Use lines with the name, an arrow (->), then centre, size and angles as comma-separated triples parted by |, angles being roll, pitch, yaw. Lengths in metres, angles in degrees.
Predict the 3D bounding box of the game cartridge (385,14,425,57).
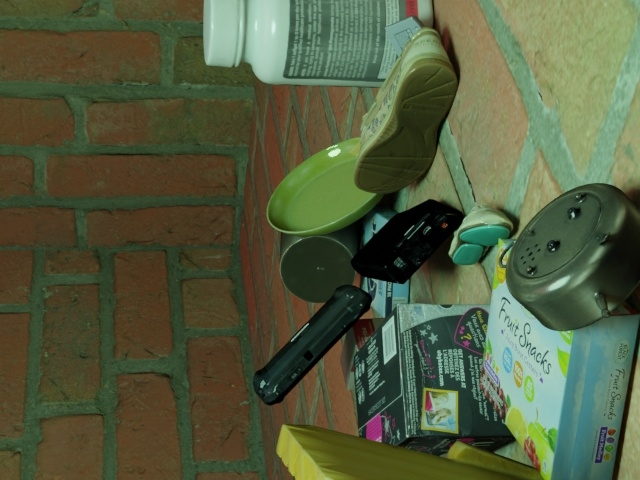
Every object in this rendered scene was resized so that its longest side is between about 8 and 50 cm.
game cartridge -> 0.132, -0.271, 1.564 | 0.083, 0.056, 0.017 | 61, -139, -18

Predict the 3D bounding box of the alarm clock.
alarm clock -> 0.211, 0.011, 0.980 | 0.129, 0.064, 0.192 | -55, 18, -14

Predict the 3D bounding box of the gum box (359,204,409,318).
gum box -> 0.103, 0.031, 1.811 | 0.184, 0.041, 0.157 | -139, 50, -76

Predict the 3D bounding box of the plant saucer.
plant saucer -> 0.025, -0.082, 1.834 | 0.037, 0.241, 0.241 | 57, -172, -31

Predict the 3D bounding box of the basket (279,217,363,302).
basket -> 0.000, 0.000, 1.933 | 0.227, 0.154, 0.204 | -84, 6, -62

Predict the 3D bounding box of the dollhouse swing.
dollhouse swing -> 0.125, 0.334, 0.995 | 0.347, 0.305, 0.315 | -168, 78, -78

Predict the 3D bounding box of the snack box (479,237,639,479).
snack box -> 0.224, 0.110, 1.085 | 0.207, 0.070, 0.174 | -120, 33, -67

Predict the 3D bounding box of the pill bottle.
pill bottle -> -0.008, -0.315, 1.642 | 0.176, 0.318, 0.176 | 180, 90, -78

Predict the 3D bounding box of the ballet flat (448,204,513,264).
ballet flat -> 0.186, -0.016, 1.335 | 0.168, 0.057, 0.052 | 123, 155, -71

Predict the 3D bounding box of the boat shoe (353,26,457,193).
boat shoe -> 0.120, -0.174, 1.590 | 0.285, 0.105, 0.089 | 119, 155, -49

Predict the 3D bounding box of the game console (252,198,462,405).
game console -> 0.041, 0.080, 1.524 | 0.044, 0.361, 0.213 | 45, 174, -8

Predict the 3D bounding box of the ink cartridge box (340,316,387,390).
ink cartridge box -> 0.104, 0.156, 1.561 | 0.099, 0.135, 0.056 | 101, 162, -48

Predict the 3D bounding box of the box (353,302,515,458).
box -> 0.137, 0.183, 1.368 | 0.247, 0.142, 0.163 | 119, 150, -67
